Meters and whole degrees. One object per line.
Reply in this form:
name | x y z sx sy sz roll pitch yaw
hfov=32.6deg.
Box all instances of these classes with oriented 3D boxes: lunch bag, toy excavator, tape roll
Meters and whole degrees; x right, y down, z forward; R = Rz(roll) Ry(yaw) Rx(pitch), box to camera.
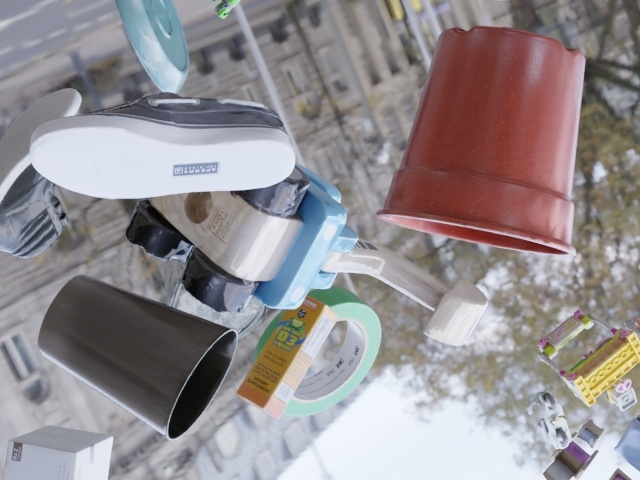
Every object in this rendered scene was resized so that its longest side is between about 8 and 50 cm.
lunch bag | -0.202 0.054 2.113 0.256 0.213 0.305 -54 -159 15
toy excavator | 0.000 0.000 1.677 0.433 0.222 0.445 38 -160 34
tape roll | -0.006 0.262 2.560 0.321 0.321 0.077 -28 -136 -23

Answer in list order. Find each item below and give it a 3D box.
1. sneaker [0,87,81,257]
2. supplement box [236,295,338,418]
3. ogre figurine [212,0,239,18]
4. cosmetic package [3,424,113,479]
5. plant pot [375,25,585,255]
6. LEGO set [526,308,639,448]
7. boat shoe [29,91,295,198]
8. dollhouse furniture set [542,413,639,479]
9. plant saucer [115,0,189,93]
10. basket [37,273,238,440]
sneaker | -0.456 -0.102 1.789 0.104 0.147 0.295 27 -99 45
supplement box | -0.062 0.217 2.092 0.078 0.080 0.233 24 -105 31
ogre figurine | -0.198 -0.613 2.482 0.118 0.097 0.197 -21 -137 31
cosmetic package | -0.531 0.471 2.215 0.151 0.151 0.184 7 -177 12
plant pot | 0.232 -0.134 1.473 0.272 0.265 0.272 11 178 0
LEGO set | 0.373 0.139 1.335 0.287 0.132 0.107 -18 -154 -16
boat shoe | -0.181 -0.121 1.255 0.301 0.108 0.102 -3 -132 -18
dollhouse furniture set | 0.616 0.491 2.262 0.198 0.286 0.303 -35 154 -33
plant saucer | -0.328 -0.440 2.144 0.044 0.317 0.317 -19 -170 9
basket | -0.257 0.149 1.507 0.227 0.154 0.204 25 -155 12
